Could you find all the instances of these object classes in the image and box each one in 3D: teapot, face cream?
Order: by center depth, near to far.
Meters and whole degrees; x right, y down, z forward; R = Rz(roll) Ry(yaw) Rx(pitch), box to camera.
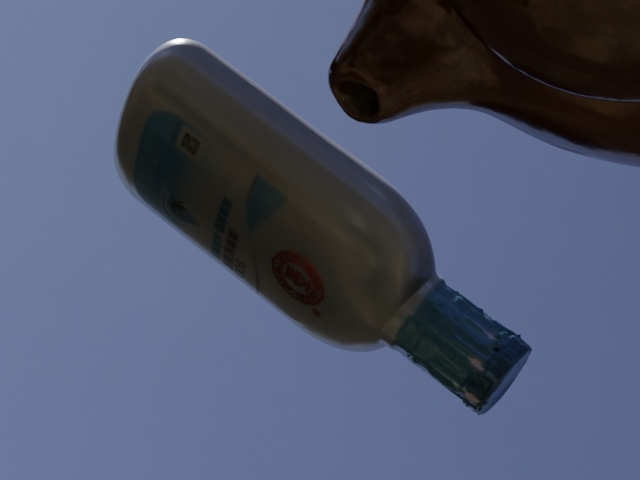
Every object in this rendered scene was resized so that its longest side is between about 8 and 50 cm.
[{"bbox_3d":[0.105,-0.107,0.502,0.252,0.135,0.178,-34,-79,31],"label":"teapot"},{"bbox_3d":[0.000,0.000,1.352,0.336,0.080,0.163,38,-36,13],"label":"face cream"}]
